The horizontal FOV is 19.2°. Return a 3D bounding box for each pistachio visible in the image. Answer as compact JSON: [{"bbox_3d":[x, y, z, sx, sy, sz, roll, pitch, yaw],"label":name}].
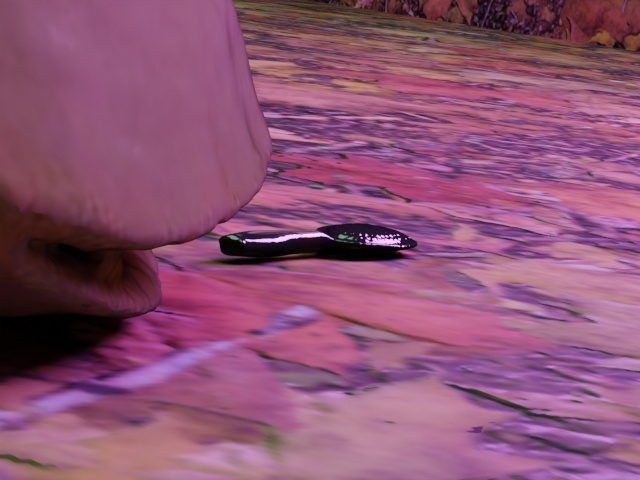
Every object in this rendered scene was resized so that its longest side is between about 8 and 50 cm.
[{"bbox_3d":[-0.088,-0.042,0.416,0.152,0.126,0.223,43,11,9],"label":"pistachio"}]

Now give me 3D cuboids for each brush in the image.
[{"bbox_3d":[0.000,0.000,0.563,0.024,0.008,0.083,19,14,40],"label":"brush"}]
